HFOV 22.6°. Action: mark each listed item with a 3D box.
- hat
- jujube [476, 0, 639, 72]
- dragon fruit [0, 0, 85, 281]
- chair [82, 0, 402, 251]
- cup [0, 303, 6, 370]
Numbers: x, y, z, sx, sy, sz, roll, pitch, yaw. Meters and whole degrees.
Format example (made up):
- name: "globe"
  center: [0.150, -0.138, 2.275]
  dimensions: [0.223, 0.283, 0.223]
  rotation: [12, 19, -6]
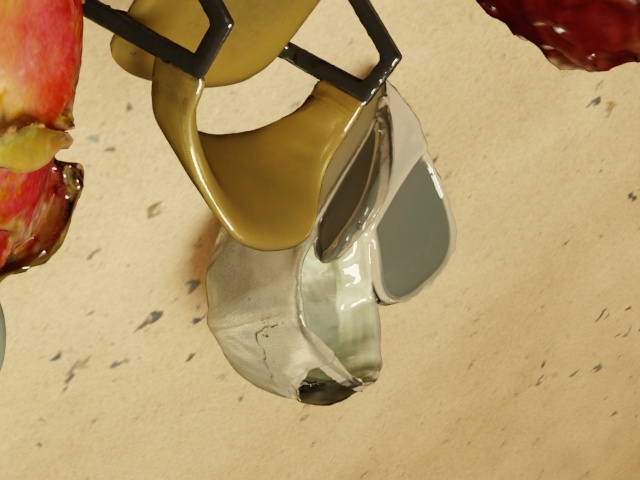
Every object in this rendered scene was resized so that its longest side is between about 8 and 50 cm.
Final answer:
- name: "hat"
  center: [0.006, -0.007, 1.300]
  dimensions: [0.275, 0.161, 0.232]
  rotation: [-66, 163, -4]
- name: "jujube"
  center: [0.193, -0.264, 1.095]
  dimensions: [0.258, 0.258, 0.377]
  rotation: [-40, 144, -5]
- name: "dragon fruit"
  center: [-0.209, -0.150, 0.687]
  dimensions: [0.263, 0.296, 0.314]
  rotation: [-54, 158, 14]
- name: "chair"
  center: [-0.058, -0.137, 0.929]
  dimensions: [0.158, 0.247, 0.172]
  rotation: [2, 128, -53]
- name: "cup"
  center: [-0.279, 0.005, 0.956]
  dimensions: [0.234, 0.186, 0.258]
  rotation: [45, 65, -70]
